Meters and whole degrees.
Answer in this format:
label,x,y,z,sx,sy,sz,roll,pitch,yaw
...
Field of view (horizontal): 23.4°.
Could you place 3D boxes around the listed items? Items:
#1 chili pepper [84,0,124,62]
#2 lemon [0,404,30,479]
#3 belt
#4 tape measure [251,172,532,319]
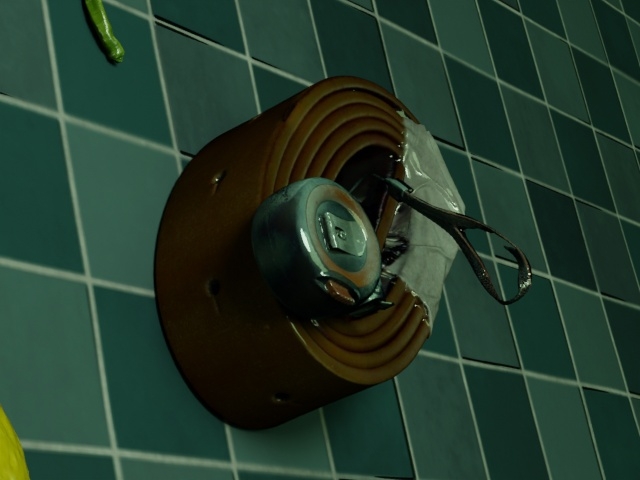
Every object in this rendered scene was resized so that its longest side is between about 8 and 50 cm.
label,x,y,z,sx,sy,sz,roll,pitch,yaw
chili pepper,-0.168,-0.176,1.190,0.030,0.017,0.083,-1,73,-58
lemon,-0.247,0.129,0.604,0.293,0.293,0.293,36,41,-40
belt,0.000,0.000,1.223,0.217,0.122,0.339,53,33,-17
tape measure,0.046,-0.003,1.039,0.107,0.179,0.104,6,79,-52
